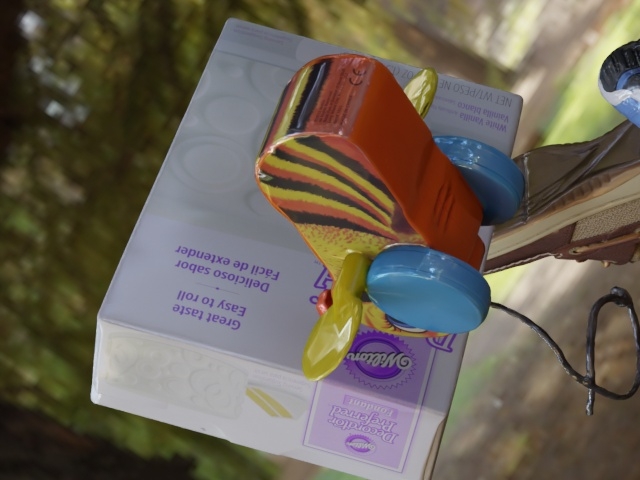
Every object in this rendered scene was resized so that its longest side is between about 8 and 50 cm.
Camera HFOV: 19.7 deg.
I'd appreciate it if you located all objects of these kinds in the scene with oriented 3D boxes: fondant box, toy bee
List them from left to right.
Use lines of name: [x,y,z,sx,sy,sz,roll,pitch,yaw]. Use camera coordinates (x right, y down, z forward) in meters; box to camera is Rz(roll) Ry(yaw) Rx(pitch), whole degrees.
fondant box: [0.000,0.000,1.316,0.096,0.238,0.330,102,-175,-47]
toy bee: [0.040,0.014,1.067,0.162,0.298,0.195,-6,33,40]

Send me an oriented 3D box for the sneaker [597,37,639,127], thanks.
sneaker: [0.225,-0.030,0.884,0.080,0.211,0.081,-43,-24,-45]

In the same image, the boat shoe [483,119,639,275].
boat shoe: [0.252,-0.023,1.636,0.342,0.123,0.123,-25,28,31]
